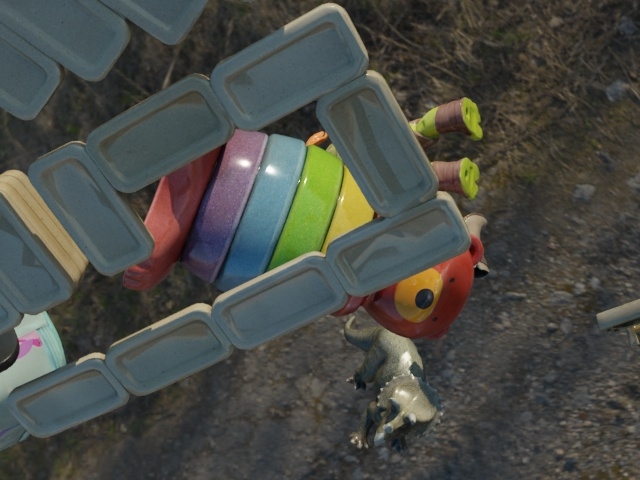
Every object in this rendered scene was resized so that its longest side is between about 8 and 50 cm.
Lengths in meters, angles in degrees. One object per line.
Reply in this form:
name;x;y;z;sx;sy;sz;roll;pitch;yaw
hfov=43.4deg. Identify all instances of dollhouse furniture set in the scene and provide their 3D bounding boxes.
dollhouse furniture set;0.533;0.153;1.208;0.144;0.151;0.123;-35;56;52

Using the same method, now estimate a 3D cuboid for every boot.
boot;0.196;0.009;1.051;0.042;0.118;0.087;-42;61;38

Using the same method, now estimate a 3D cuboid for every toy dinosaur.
toy dinosaur;0.107;0.206;1.177;0.313;0.121;0.160;-92;27;-56

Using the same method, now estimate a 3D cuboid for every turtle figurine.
turtle figurine;0.061;-0.098;0.874;0.217;0.087;0.269;-8;51;30

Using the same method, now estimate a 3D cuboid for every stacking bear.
stacking bear;0.000;0.000;0.714;0.164;0.289;0.175;-114;46;-79

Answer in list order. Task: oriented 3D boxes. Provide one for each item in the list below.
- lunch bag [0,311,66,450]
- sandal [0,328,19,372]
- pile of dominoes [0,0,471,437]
lunch bag;-0.382;0.082;0.831;0.279;0.108;0.224;55;136;13
sandal;-0.294;0.043;0.609;0.179;0.067;0.040;37;142;29
pile of dominoes;-0.091;-0.029;0.343;0.251;0.196;0.040;-25;24;14
